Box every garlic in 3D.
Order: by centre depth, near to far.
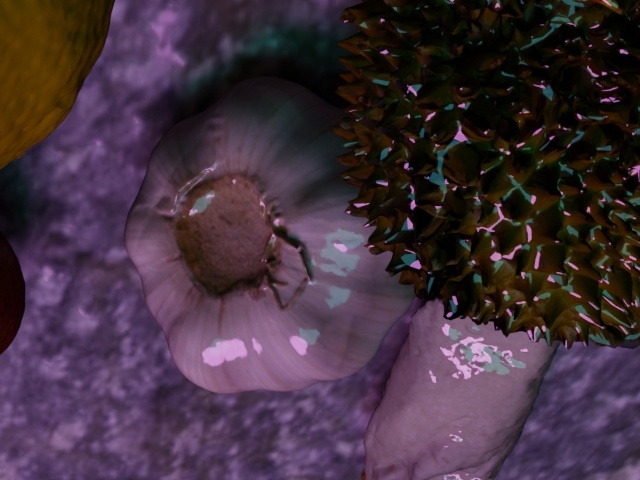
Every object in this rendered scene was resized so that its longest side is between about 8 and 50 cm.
[{"bbox_3d":[0.000,0.000,0.900,0.199,0.199,0.226,-26,165,26],"label":"garlic"}]

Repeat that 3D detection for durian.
[{"bbox_3d":[0.129,-0.075,0.713,0.258,0.258,0.293,-32,140,31],"label":"durian"}]

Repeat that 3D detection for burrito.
[{"bbox_3d":[0.107,0.114,1.055,0.117,0.076,0.392,14,135,-5],"label":"burrito"}]

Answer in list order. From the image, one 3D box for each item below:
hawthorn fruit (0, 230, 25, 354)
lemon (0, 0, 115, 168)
[{"bbox_3d":[-0.293,0.020,0.885,0.185,0.185,0.202,-9,122,10],"label":"hawthorn fruit"},{"bbox_3d":[-0.216,-0.145,0.644,0.245,0.245,0.320,-1,143,2],"label":"lemon"}]
